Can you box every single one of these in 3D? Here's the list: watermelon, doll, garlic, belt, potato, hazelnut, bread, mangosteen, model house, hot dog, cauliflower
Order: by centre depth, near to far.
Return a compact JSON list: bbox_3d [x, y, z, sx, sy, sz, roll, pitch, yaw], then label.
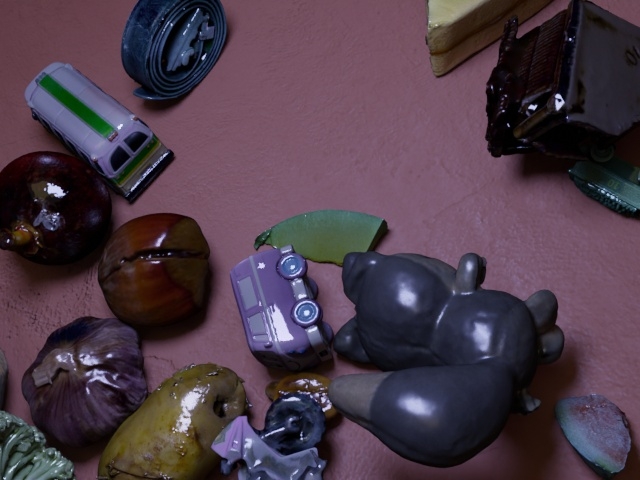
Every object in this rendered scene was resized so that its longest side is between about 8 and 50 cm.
[{"bbox_3d":[0.426,0.306,1.259,0.094,0.081,0.180,-31,25,22],"label":"watermelon"},{"bbox_3d":[0.145,0.148,1.266,0.382,0.379,0.252,9,105,32],"label":"doll"},{"bbox_3d":[-0.553,0.444,1.373,0.275,0.250,0.272,38,89,-19],"label":"cauliflower"},{"bbox_3d":[-0.248,0.339,1.403,0.300,0.140,0.173,-45,61,-4],"label":"potato"},{"bbox_3d":[-0.031,0.273,1.421,0.140,0.060,0.090,0,63,8],"label":"hot dog"},{"bbox_3d":[0.409,-0.234,1.436,0.282,0.297,0.317,-21,47,51],"label":"model house"},{"bbox_3d":[-0.427,0.242,1.484,0.245,0.160,0.245,-7,56,10],"label":"garlic"},{"bbox_3d":[-0.310,0.053,1.521,0.181,0.181,0.212,2,74,-28],"label":"hazelnut"},{"bbox_3d":[0.327,-0.435,1.565,0.264,0.167,0.163,-5,67,13],"label":"bread"},{"bbox_3d":[-0.531,-0.043,1.577,0.235,0.235,0.261,4,33,17],"label":"mangosteen"},{"bbox_3d":[-0.312,-0.413,1.711,0.116,0.206,0.267,30,84,28],"label":"belt"}]

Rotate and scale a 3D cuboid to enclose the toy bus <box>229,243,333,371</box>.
[{"bbox_3d":[-0.066,0.128,1.447,0.142,0.142,0.202,-20,62,0],"label":"toy bus"}]

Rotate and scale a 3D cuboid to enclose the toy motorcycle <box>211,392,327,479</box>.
[{"bbox_3d":[-0.078,0.411,1.312,0.188,0.143,0.327,-2,79,-5],"label":"toy motorcycle"}]

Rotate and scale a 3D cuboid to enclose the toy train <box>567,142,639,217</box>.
[{"bbox_3d":[0.515,-0.105,1.426,0.172,0.070,0.099,35,90,26],"label":"toy train"}]

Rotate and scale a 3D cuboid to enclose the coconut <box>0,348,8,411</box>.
[{"bbox_3d":[-0.741,0.269,1.488,0.323,0.323,0.323,-6,66,13],"label":"coconut"}]

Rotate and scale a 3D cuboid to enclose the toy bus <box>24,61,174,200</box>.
[{"bbox_3d":[-0.472,-0.239,1.693,0.305,0.179,0.143,38,81,26],"label":"toy bus"}]

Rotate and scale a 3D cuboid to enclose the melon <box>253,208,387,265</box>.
[{"bbox_3d":[-0.001,0.000,1.546,0.262,0.053,0.114,-1,85,19],"label":"melon"}]
